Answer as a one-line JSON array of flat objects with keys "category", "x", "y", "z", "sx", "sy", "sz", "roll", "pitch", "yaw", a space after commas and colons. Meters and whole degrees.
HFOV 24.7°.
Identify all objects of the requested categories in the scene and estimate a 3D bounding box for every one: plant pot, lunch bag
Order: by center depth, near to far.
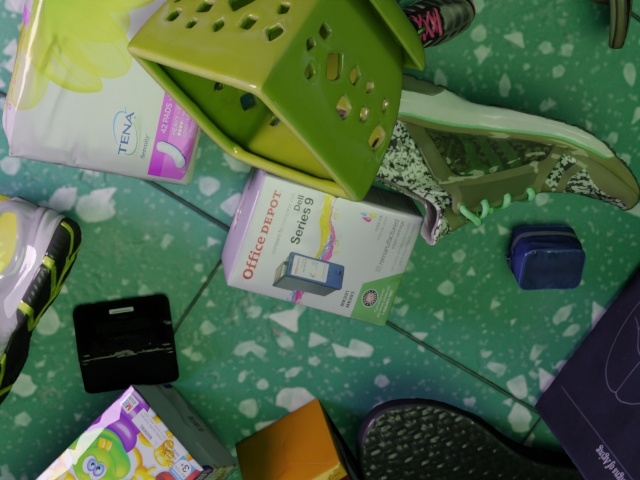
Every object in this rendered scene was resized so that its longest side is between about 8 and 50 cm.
[{"category": "plant pot", "x": -0.032, "y": -0.205, "z": 1.591, "sx": 0.207, "sy": 0.228, "sz": 0.227, "roll": -58, "pitch": 138, "yaw": -13}, {"category": "lunch bag", "x": 0.286, "y": 0.020, "z": 1.879, "sx": 0.098, "sy": 0.065, "sz": 0.067, "roll": 1, "pitch": 124, "yaw": -11}]

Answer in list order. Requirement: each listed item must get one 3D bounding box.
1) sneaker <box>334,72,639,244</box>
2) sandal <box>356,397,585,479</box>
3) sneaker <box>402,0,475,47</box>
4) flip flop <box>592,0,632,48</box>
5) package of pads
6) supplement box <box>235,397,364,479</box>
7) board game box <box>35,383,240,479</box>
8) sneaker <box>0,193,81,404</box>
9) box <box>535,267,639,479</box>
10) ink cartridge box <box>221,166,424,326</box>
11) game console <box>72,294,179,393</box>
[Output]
[{"category": "sneaker", "x": 0.181, "y": -0.074, "z": 1.763, "sx": 0.410, "sy": 0.158, "sz": 0.182, "roll": 15, "pitch": 87, "yaw": -7}, {"category": "sandal", "x": 0.217, "y": 0.314, "z": 1.962, "sx": 0.445, "sy": 0.107, "sz": 0.168, "roll": 24, "pitch": 103, "yaw": -29}, {"category": "sneaker", "x": 0.108, "y": -0.251, "z": 1.747, "sx": 0.170, "sy": 0.075, "sz": 0.063, "roll": -13, "pitch": 111, "yaw": -5}, {"category": "flip flop", "x": 0.314, "y": -0.359, "z": 1.737, "sx": 0.080, "sy": 0.112, "sz": 0.277, "roll": -13, "pitch": 116, "yaw": 23}, {"category": "package of pads", "x": -0.235, "y": -0.223, "z": 1.686, "sx": 0.229, "sy": 0.101, "sz": 0.297, "roll": 10, "pitch": 107, "yaw": -13}, {"category": "supplement box", "x": 0.001, "y": 0.345, "z": 1.876, "sx": 0.129, "sy": 0.191, "sz": 0.194, "roll": -30, "pitch": 111, "yaw": 2}, {"category": "board game box", "x": -0.262, "y": 0.325, "z": 1.825, "sx": 0.275, "sy": 0.142, "sz": 0.144, "roll": -45, "pitch": 75, "yaw": 7}, {"category": "sneaker", "x": -0.432, "y": 0.111, "z": 1.771, "sx": 0.147, "sy": 0.145, "sz": 0.385, "roll": 31, "pitch": 100, "yaw": 3}, {"category": "box", "x": 0.566, "y": 0.186, "z": 1.761, "sx": 0.297, "sy": 0.480, "sz": 0.472, "roll": 34, "pitch": 101, "yaw": -19}, {"category": "ink cartridge box", "x": 0.000, "y": 0.000, "z": 1.809, "sx": 0.212, "sy": 0.093, "sz": 0.154, "roll": 17, "pitch": 106, "yaw": -13}, {"category": "game console", "x": -0.247, "y": 0.132, "z": 1.857, "sx": 0.122, "sy": 0.071, "sz": 0.107, "roll": -8, "pitch": 80, "yaw": -7}]
